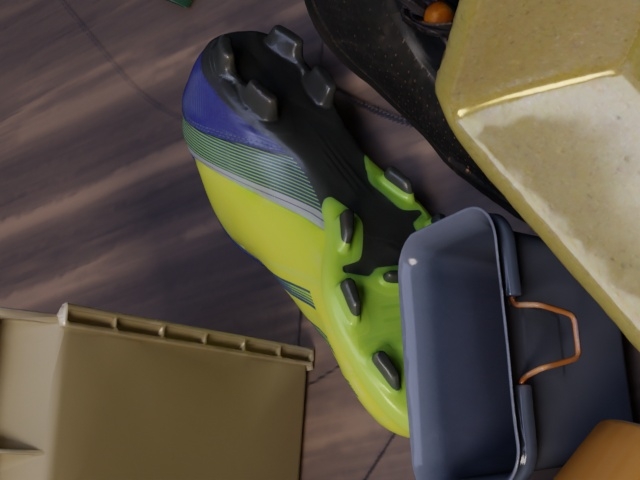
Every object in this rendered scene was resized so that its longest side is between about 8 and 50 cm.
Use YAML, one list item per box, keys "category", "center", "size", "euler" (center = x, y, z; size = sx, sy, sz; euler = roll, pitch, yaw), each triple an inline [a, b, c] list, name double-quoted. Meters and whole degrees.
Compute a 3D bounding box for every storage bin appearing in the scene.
- category: "storage bin"
  center: [-0.128, 0.174, 0.631]
  size: [0.123, 0.260, 0.262]
  euler: [-2, 79, 33]
- category: "storage bin"
  center: [0.105, 0.056, 0.574]
  size: [0.098, 0.091, 0.135]
  euler: [-28, 62, 56]

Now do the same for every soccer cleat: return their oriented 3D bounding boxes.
- category: "soccer cleat"
  center: [0.001, -0.001, 0.696]
  size: [0.289, 0.093, 0.121]
  euler: [60, 146, 25]

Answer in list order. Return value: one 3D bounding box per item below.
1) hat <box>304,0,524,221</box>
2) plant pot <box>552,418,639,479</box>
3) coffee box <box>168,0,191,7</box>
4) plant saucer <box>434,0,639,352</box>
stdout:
- category: "hat"
  center: [0.126, -0.157, 0.551]
  size: [0.331, 0.331, 0.134]
  euler: [25, 57, 38]
- category: "plant pot"
  center: [0.135, 0.186, 0.480]
  size: [0.205, 0.205, 0.187]
  euler: [20, 77, 38]
- category: "coffee box"
  center: [-0.137, -0.260, 0.870]
  size: [0.184, 0.040, 0.113]
  euler: [37, 103, 37]
- category: "plant saucer"
  center: [0.186, -0.041, 0.321]
  size: [0.081, 0.332, 0.332]
  euler: [-28, 65, -21]
